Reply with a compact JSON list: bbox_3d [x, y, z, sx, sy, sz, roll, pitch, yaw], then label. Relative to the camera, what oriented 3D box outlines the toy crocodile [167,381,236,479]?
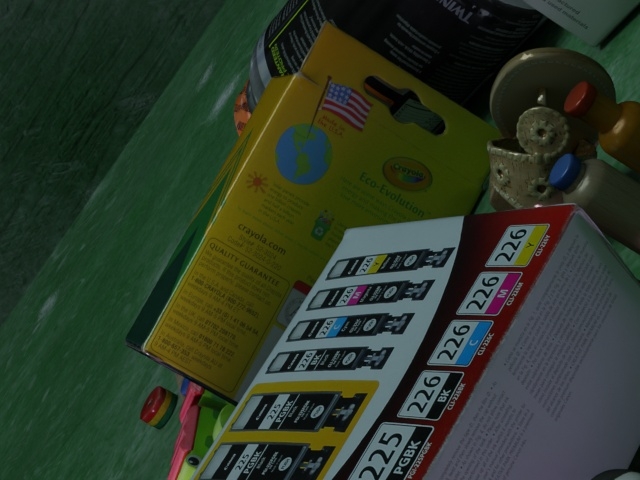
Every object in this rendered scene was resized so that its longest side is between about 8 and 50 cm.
[{"bbox_3d":[-0.086,0.155,1.537,0.340,0.105,0.115,-78,9,-47],"label":"toy crocodile"}]

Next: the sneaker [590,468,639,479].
[{"bbox_3d":[0.169,0.195,0.747,0.145,0.090,0.270,-24,22,36],"label":"sneaker"}]

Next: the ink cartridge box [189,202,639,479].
[{"bbox_3d":[0.021,0.142,0.972,0.272,0.130,0.309,-7,43,51],"label":"ink cartridge box"}]

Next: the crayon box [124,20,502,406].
[{"bbox_3d":[0.000,0.000,1.430,0.318,0.202,0.081,-61,17,-7],"label":"crayon box"}]

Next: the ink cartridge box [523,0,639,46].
[{"bbox_3d":[0.270,-0.329,1.347,0.283,0.117,0.207,-46,21,39],"label":"ink cartridge box"}]

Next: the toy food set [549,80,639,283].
[{"bbox_3d":[0.156,0.017,1.112,0.232,0.104,0.111,-53,18,21],"label":"toy food set"}]

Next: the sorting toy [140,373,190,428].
[{"bbox_3d":[-0.128,0.106,1.886,0.274,0.046,0.132,-57,17,8],"label":"sorting toy"}]

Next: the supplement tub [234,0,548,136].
[{"bbox_3d":[0.062,-0.188,1.580,0.316,0.193,0.194,-45,22,38],"label":"supplement tub"}]

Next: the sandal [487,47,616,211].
[{"bbox_3d":[0.160,-0.047,1.188,0.240,0.088,0.079,89,-178,-69],"label":"sandal"}]
